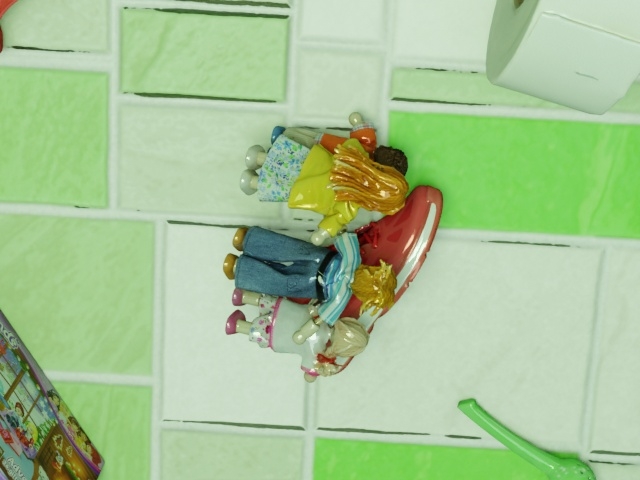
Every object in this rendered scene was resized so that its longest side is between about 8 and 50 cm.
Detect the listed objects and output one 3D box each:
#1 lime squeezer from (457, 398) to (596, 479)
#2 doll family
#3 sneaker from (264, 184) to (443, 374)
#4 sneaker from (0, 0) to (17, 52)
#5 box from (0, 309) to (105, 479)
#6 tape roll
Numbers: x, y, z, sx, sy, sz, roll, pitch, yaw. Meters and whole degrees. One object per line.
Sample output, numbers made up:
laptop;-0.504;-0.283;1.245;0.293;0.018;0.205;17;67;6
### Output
lime squeezer;0.249;0.297;1.415;0.110;0.059;0.310;-20;106;7
doll family;0.000;0.000;1.243;0.163;0.118;0.263;11;86;19
sneaker;0.019;0.019;1.323;0.128;0.087;0.221;30;104;-8
sneaker;-0.275;-0.294;1.246;0.118;0.107;0.279;27;110;-25
box;-0.330;0.159;1.314;0.057;0.201;0.293;-29;104;10
tape roll;0.232;-0.252;1.131;0.100;0.286;0.286;17;106;-4
